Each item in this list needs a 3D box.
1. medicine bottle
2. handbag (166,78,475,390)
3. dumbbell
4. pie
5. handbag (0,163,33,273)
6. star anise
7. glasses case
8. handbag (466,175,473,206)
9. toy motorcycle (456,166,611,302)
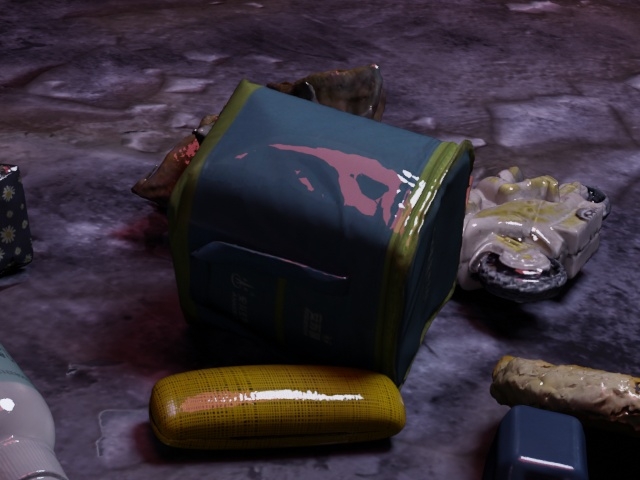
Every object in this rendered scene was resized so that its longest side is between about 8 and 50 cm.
[{"bbox_3d":[-0.274,0.148,1.070,0.110,0.110,0.352,-10,32,-34],"label":"medicine bottle"},{"bbox_3d":[0.000,0.000,1.302,0.241,0.263,0.222,18,49,17],"label":"handbag"},{"bbox_3d":[0.279,0.233,1.046,0.316,0.156,0.144,12,55,5],"label":"dumbbell"},{"bbox_3d":[0.273,0.153,1.187,0.274,0.055,0.274,16,-5,1],"label":"pie"},{"bbox_3d":[-0.380,-0.021,1.407,0.139,0.115,0.072,4,20,30],"label":"handbag"},{"bbox_3d":[-0.057,-0.103,1.539,0.331,0.118,0.332,-21,-3,-1],"label":"star anise"},{"bbox_3d":[-0.037,0.148,1.205,0.234,0.064,0.079,1,34,-19],"label":"glasses case"},{"bbox_3d":[0.061,-0.039,1.521,0.212,0.059,0.157,-16,18,19],"label":"handbag"},{"bbox_3d":[0.213,-0.014,1.578,0.222,0.108,0.340,11,24,23],"label":"toy motorcycle"}]
